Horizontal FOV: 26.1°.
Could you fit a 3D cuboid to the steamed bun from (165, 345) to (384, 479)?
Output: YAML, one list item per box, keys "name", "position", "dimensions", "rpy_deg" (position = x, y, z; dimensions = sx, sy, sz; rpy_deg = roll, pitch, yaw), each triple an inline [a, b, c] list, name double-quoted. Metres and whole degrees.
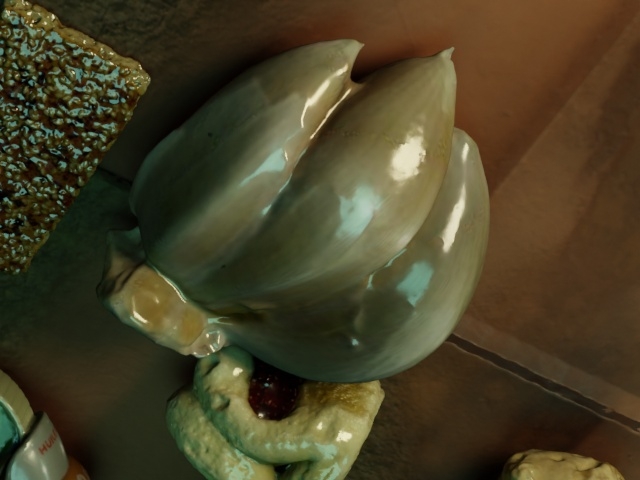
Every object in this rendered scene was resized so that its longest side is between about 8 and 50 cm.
- name: "steamed bun"
  position: [-0.052, 0.157, 1.186]
  dimensions: [0.155, 0.141, 0.172]
  rpy_deg: [34, 117, -6]

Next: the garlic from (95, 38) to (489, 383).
- name: "garlic"
  position: [0.000, -0.001, 1.070]
  dimensions: [0.325, 0.132, 0.279]
  rpy_deg: [-29, 126, 24]

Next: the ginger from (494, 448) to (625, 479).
- name: "ginger"
  position: [0.168, 0.322, 1.302]
  dimensions: [0.190, 0.126, 0.354]
  rpy_deg: [25, 125, -28]

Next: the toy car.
- name: "toy car"
  position: [-0.316, 0.206, 1.224]
  dimensions: [0.235, 0.145, 0.235]
  rpy_deg: [0, 109, 0]

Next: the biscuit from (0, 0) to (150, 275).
- name: "biscuit"
  position: [-0.240, -0.074, 1.078]
  dimensions: [0.131, 0.025, 0.231]
  rpy_deg: [27, 121, -18]
